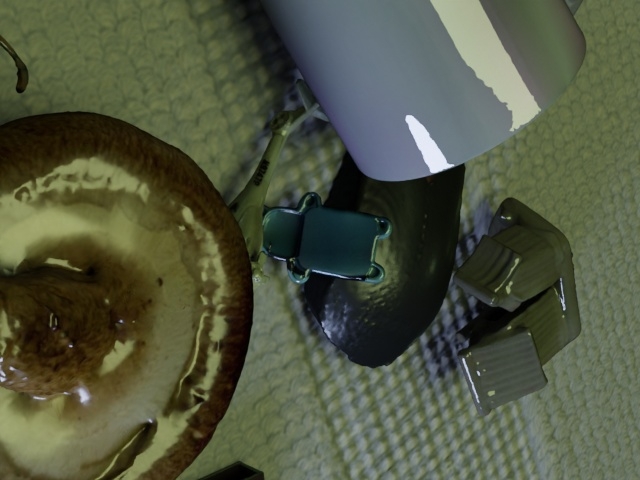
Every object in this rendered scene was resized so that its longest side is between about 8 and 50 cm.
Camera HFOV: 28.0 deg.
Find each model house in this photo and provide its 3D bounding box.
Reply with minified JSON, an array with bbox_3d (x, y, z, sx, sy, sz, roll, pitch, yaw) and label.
[{"bbox_3d":[0.214,0.088,1.475,0.188,0.122,0.229,-38,126,-43],"label":"model house"}]

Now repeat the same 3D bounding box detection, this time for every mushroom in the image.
[{"bbox_3d":[-0.211,0.065,1.063,0.345,0.239,0.345,-19,132,-22],"label":"mushroom"}]

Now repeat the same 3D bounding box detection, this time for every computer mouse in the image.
[{"bbox_3d":[0.085,-0.008,1.379,0.168,0.087,0.295,22,83,-39],"label":"computer mouse"}]

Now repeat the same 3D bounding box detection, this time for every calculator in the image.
[{"bbox_3d":[0.000,0.000,1.298,0.141,0.019,0.094,10,85,-2],"label":"calculator"}]

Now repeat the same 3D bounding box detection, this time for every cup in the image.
[{"bbox_3d":[0.062,-0.255,1.188,0.253,0.253,0.371,-47,118,-23],"label":"cup"}]

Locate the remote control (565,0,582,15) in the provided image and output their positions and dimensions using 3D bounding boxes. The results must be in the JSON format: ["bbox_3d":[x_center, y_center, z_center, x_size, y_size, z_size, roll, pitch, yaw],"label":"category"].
[{"bbox_3d":[0.211,-0.352,1.385,0.221,0.103,0.332,-57,137,-17],"label":"remote control"}]

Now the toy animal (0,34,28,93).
[{"bbox_3d":[-0.302,-0.206,0.980,0.255,0.116,0.114,41,74,-39],"label":"toy animal"}]

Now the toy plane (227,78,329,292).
[{"bbox_3d":[-0.073,-0.022,1.237,0.092,0.108,0.286,41,60,-37],"label":"toy plane"}]

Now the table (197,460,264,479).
[{"bbox_3d":[-0.134,0.326,1.250,0.240,0.111,0.122,-19,111,-37],"label":"table"}]
